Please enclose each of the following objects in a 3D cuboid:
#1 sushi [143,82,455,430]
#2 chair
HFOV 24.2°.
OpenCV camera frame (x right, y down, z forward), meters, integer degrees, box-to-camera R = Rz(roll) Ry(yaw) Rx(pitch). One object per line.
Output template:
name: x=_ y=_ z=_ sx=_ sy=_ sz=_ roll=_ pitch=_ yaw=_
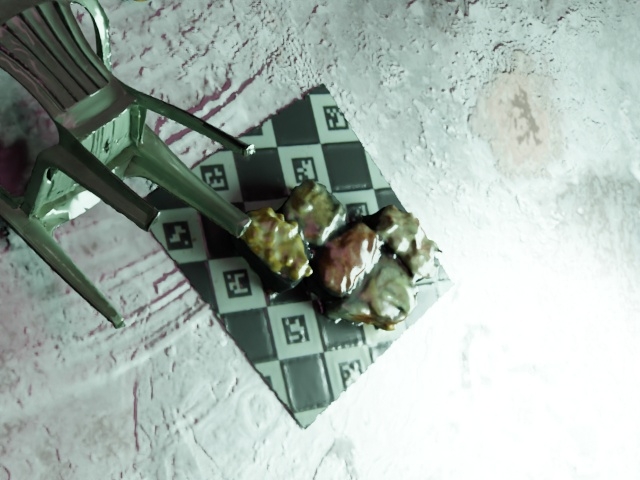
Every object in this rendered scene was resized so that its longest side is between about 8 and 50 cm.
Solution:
sushi: x=0.000 y=0.000 z=1.579 sx=0.294 sy=0.059 sz=0.292 roll=-40 pitch=98 yaw=-35
chair: x=-0.212 y=-0.099 z=1.398 sx=0.274 sy=0.190 sz=0.203 roll=37 pitch=53 yaw=15
